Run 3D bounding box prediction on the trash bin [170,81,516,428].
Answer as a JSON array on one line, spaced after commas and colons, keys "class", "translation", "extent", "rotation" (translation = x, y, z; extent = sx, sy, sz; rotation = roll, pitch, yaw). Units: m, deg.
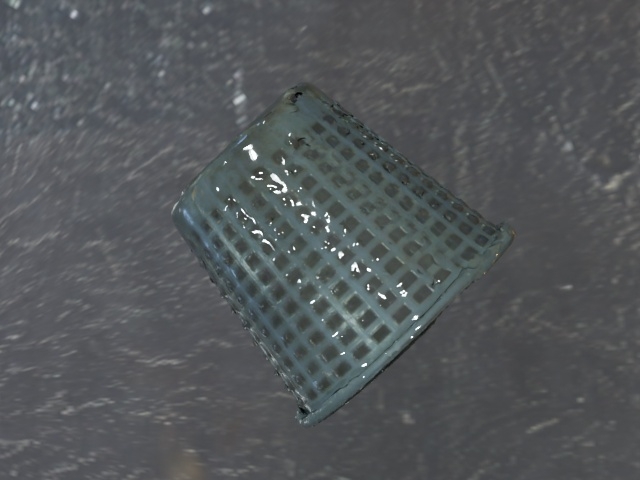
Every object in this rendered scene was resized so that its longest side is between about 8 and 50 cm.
[{"class": "trash bin", "translation": [0.000, 0.000, 0.991], "extent": [0.161, 0.175, 0.175], "rotation": [45, 74, 0]}]
